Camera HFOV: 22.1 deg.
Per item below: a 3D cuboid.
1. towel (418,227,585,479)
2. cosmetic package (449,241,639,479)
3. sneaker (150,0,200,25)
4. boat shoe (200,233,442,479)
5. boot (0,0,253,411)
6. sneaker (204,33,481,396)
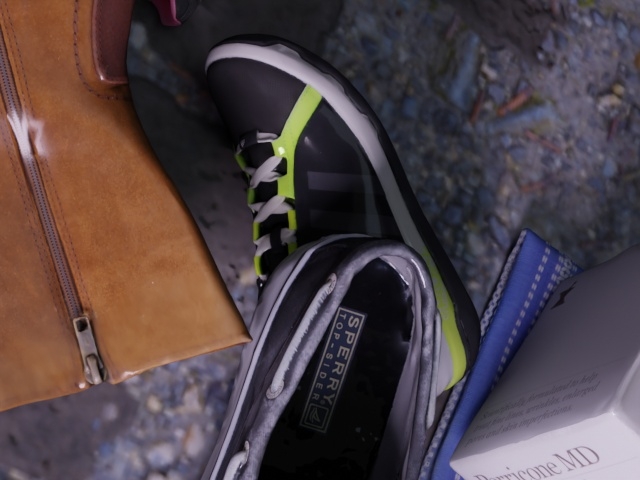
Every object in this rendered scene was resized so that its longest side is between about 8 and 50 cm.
[{"bbox_3d":[0.210,0.177,0.975,0.336,0.040,0.243,35,61,-18],"label":"towel"},{"bbox_3d":[0.203,0.111,0.887,0.184,0.151,0.151,43,58,-10],"label":"cosmetic package"},{"bbox_3d":[-0.109,-0.158,0.878,0.119,0.047,0.057,32,74,-19],"label":"sneaker"},{"bbox_3d":[-0.006,0.143,0.784,0.108,0.102,0.301,19,83,-16],"label":"boat shoe"},{"bbox_3d":[-0.092,-0.079,0.792,0.264,0.096,0.280,-20,86,-13],"label":"boot"},{"bbox_3d":[0.000,0.000,0.871,0.097,0.084,0.234,-38,97,-32],"label":"sneaker"}]
